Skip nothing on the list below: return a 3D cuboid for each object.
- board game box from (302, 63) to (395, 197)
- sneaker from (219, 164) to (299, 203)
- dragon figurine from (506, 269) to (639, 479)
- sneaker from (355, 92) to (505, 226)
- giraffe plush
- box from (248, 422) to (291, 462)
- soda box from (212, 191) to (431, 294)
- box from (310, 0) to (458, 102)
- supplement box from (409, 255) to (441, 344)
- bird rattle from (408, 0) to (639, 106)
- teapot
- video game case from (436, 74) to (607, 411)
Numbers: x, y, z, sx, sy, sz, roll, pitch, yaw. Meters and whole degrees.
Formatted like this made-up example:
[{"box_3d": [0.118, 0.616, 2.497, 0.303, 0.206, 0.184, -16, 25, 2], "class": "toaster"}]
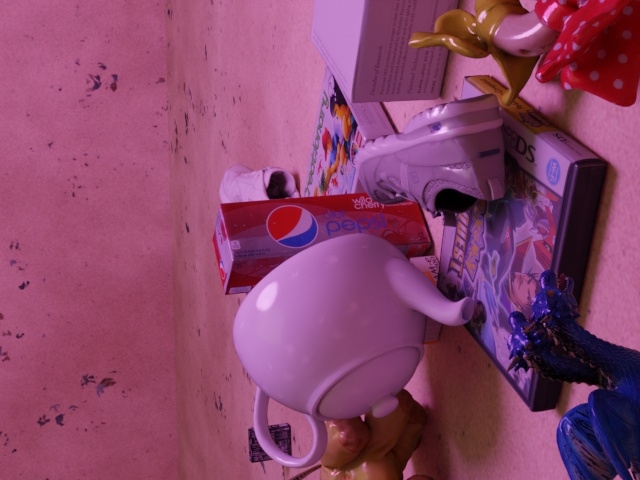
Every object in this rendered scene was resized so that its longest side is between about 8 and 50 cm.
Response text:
[{"box_3d": [0.035, -0.090, 1.562, 0.193, 0.053, 0.305, -112, 24, -43], "class": "board game box"}, {"box_3d": [-0.095, -0.084, 1.937, 0.305, 0.114, 0.152, 52, 130, 53], "class": "sneaker"}, {"box_3d": [0.241, 0.159, 0.823, 0.085, 0.144, 0.289, 115, 146, -59], "class": "dragon figurine"}, {"box_3d": [0.112, -0.064, 1.124, 0.281, 0.105, 0.115, 148, 110, -75], "class": "sneaker"}, {"box_3d": [0.081, 0.316, 1.345, 0.170, 0.210, 0.181, 49, 177, 35], "class": "giraffe plush"}, {"box_3d": [-0.100, 0.400, 2.076, 0.018, 0.083, 0.067, -152, 58, -69], "class": "box"}, {"box_3d": [0.000, 0.000, 1.346, 0.083, 0.263, 0.092, 110, 151, -53], "class": "soda box"}, {"box_3d": [0.074, -0.287, 1.274, 0.181, 0.119, 0.182, -116, 27, -49], "class": "box"}, {"box_3d": [0.131, 0.077, 1.330, 0.062, 0.036, 0.098, -114, 26, -46], "class": "supplement box"}, {"box_3d": [0.193, -0.224, 0.921, 0.253, 0.143, 0.207, 180, 101, -70], "class": "bird rattle"}, {"box_3d": [0.028, 0.131, 1.244, 0.187, 0.252, 0.256, 59, 164, 25], "class": "teapot"}, {"box_3d": [0.197, -0.004, 1.101, 0.248, 0.035, 0.275, -124, 34, -57], "class": "video game case"}]
